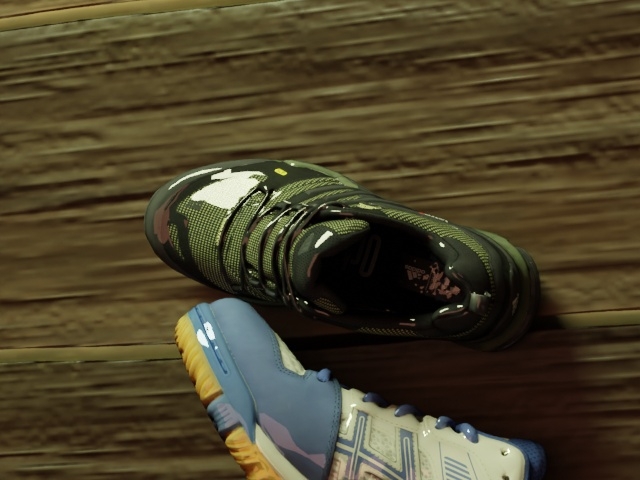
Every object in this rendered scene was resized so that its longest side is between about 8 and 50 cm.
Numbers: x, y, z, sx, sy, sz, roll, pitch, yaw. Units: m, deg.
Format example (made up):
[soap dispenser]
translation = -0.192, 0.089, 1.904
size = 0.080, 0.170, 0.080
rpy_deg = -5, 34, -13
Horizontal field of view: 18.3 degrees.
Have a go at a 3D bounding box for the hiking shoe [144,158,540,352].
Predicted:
[hiking shoe]
translation = 0.000, 0.000, 1.055
size = 0.227, 0.114, 0.086
rpy_deg = 12, 88, 20

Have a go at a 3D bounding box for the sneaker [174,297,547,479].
[sneaker]
translation = 0.048, 0.130, 1.042
size = 0.131, 0.112, 0.296
rpy_deg = -40, 79, -2
